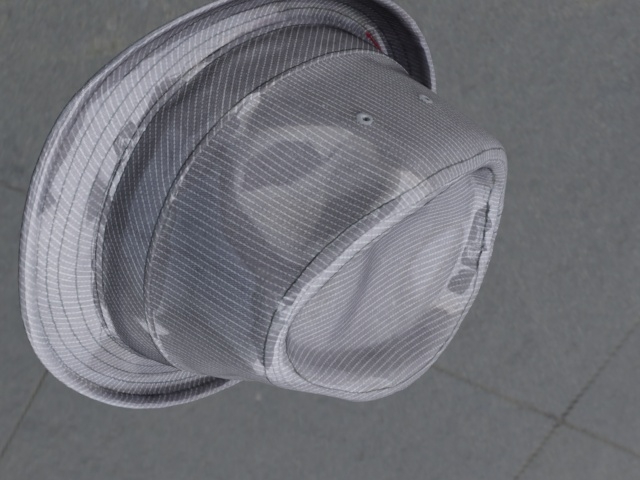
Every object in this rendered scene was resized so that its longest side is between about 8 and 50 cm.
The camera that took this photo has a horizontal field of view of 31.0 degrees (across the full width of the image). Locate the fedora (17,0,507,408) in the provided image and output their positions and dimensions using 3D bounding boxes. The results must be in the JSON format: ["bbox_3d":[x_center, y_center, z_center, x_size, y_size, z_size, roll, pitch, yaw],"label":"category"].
[{"bbox_3d":[0.000,0.000,0.581,0.275,0.124,0.244,-15,128,-47],"label":"fedora"}]
